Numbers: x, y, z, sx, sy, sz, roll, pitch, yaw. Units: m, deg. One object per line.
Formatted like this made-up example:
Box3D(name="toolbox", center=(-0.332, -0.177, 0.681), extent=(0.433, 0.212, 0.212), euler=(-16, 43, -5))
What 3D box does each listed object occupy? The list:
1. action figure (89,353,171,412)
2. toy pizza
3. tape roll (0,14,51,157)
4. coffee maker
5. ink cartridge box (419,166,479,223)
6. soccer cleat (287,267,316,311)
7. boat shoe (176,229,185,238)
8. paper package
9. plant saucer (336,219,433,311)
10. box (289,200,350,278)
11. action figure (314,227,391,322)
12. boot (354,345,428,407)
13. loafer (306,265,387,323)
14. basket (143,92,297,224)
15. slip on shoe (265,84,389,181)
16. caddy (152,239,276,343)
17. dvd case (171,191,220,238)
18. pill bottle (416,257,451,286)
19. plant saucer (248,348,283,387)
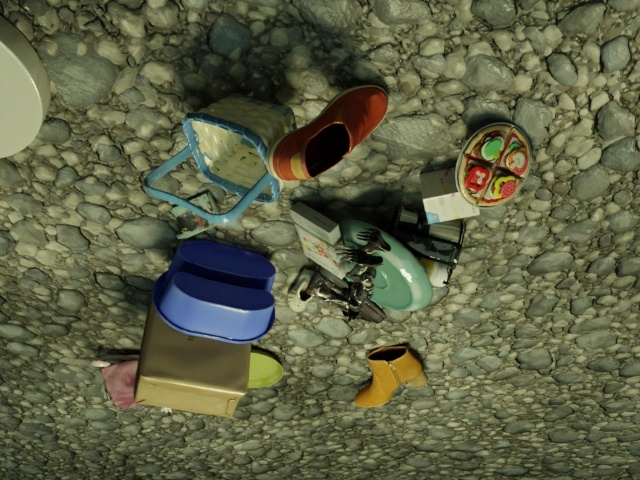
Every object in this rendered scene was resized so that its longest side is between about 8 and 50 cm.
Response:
Box3D(name="action figure", center=(-0.529, 0.427, 2.154), extent=(0.370, 0.248, 0.275), euler=(-29, 87, 13))
Box3D(name="toy pizza", center=(0.395, -0.164, 1.443), extent=(0.201, 0.032, 0.201), euler=(-8, 113, -19))
Box3D(name="tape roll", center=(-0.764, -0.332, 1.320), extent=(0.392, 0.072, 0.392), euler=(1, 139, 1))
Box3D(name="coffee maker", center=(0.259, 0.009, 1.617), extent=(0.178, 0.171, 0.120), euler=(11, 170, -1))
Box3D(name="ink cartridge box", center=(0.317, -0.112, 1.536), extent=(0.143, 0.089, 0.092), euler=(-10, 138, 11))
Box3D(name="soccer cleat", center=(-0.055, 0.159, 1.865), extent=(0.068, 0.076, 0.196), euler=(11, 138, -11))
Box3D(name="boat shoe", center=(-0.320, -0.043, 1.669), extent=(0.142, 0.049, 0.040), euler=(-20, 102, 25))
Box3D(name="paper package", center=(-0.362, 0.313, 1.864), extent=(0.310, 0.324, 0.168), euler=(13, 138, -14))
Box3D(name="plant saucer", center=(0.144, 0.079, 1.657), extent=(0.318, 0.043, 0.317), euler=(33, 154, 18))
Box3D(name="box", center=(0.000, 0.000, 1.647), extent=(0.145, 0.038, 0.186), euler=(33, 155, 34))
Box3D(name="action figure", center=(0.073, 0.082, 1.539), extent=(0.141, 0.164, 0.275), euler=(23, 143, 4))
Box3D(name="boot", center=(0.204, 0.458, 2.198), extent=(0.295, 0.104, 0.211), euler=(-25, 128, 20))
Box3D(name="loafer", center=(0.072, 0.170, 1.828), extent=(0.095, 0.109, 0.302), euler=(-49, 128, 2))
Box3D(name="basket", center=(-0.185, -0.160, 1.309), extent=(0.255, 0.289, 0.201), euler=(25, 143, 34))
Box3D(name="slip on shoe", center=(0.037, -0.213, 1.283), extent=(0.101, 0.331, 0.123), euler=(17, 133, 41))
Box3D(name="caddy", center=(-0.276, 0.148, 1.738), extent=(0.342, 0.241, 0.179), euler=(15, 131, -14))
Box3D(name="dvd case", center=(-0.312, -0.064, 1.627), extent=(0.120, 0.013, 0.087), euler=(-20, 97, 22))
Box3D(name="pill bottle", center=(0.254, 0.068, 1.735), extent=(0.184, 0.103, 0.103), euler=(16, 137, -17))
Box3D(name="plant saucer", center=(-0.248, 0.436, 2.217), extent=(0.241, 0.037, 0.241), euler=(1, 138, 1))
